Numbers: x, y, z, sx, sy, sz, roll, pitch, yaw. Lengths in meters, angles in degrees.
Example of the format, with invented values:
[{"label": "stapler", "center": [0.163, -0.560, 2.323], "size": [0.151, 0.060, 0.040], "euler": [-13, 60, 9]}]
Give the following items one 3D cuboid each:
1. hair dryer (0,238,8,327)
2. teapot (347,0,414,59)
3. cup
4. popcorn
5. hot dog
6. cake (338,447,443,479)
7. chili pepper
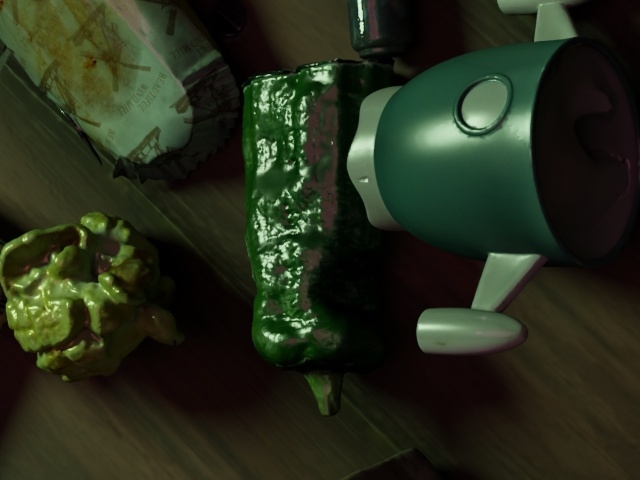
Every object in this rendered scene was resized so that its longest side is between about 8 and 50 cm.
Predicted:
[{"label": "hair dryer", "center": [-0.367, 0.124, 1.469], "size": [0.173, 0.107, 0.357], "euler": [35, 122, 44]}, {"label": "teapot", "center": [0.052, -0.183, 1.252], "size": [0.063, 0.049, 0.083], "euler": [-5, 90, 28]}, {"label": "cup", "center": [0.119, -0.060, 1.166], "size": [0.173, 0.167, 0.300], "euler": [-1, 66, 38]}, {"label": "popcorn", "center": [-0.191, 0.049, 1.352], "size": [0.162, 0.141, 0.136], "euler": [16, 111, -14]}, {"label": "hot dog", "center": [-0.177, -0.172, 1.360], "size": [0.270, 0.082, 0.162], "euler": [50, 124, 8]}, {"label": "cake", "center": [-0.015, 0.336, 1.216], "size": [0.309, 0.237, 0.230], "euler": [-44, 70, 25]}, {"label": "chili pepper", "center": [0.000, 0.000, 1.262], "size": [0.136, 0.099, 0.271], "euler": [-4, 87, 19]}]
